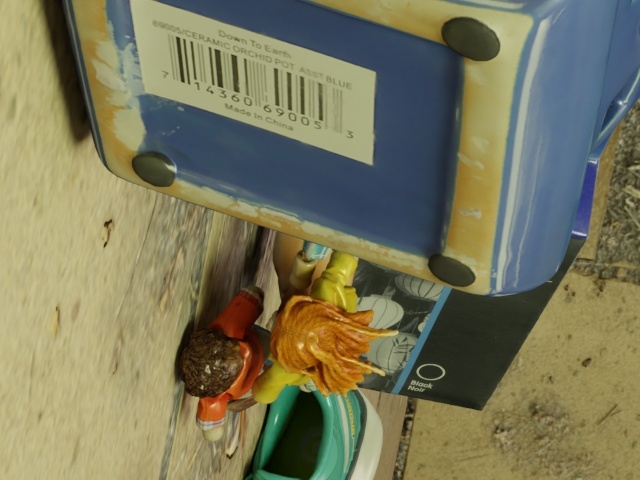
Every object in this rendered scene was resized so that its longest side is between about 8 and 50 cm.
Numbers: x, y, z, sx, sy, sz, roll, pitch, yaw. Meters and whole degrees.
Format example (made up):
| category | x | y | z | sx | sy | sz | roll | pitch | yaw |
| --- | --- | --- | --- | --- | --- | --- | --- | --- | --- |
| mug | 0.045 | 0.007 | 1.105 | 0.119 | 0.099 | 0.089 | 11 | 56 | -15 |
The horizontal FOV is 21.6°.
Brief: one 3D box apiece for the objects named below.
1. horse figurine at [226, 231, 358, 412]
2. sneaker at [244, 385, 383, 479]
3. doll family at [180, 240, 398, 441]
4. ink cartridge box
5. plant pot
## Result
| category | x | y | z | sx | sy | sz | roll | pitch | yaw |
| --- | --- | --- | --- | --- | --- | --- | --- | --- | --- |
| horse figurine | -0.003 | -0.008 | 1.161 | 0.174 | 0.066 | 0.263 | 103 | 1 | -57 |
| sneaker | -0.031 | 0.222 | 1.294 | 0.110 | 0.107 | 0.275 | 49 | 46 | -56 |
| doll family | 0.000 | 0.000 | 0.998 | 0.163 | 0.118 | 0.263 | 27 | 75 | -81 |
| ink cartridge box | 0.097 | 0.013 | 1.292 | 0.333 | 0.165 | 0.065 | 109 | -10 | -51 |
| plant pot | 0.024 | -0.126 | 0.635 | 0.236 | 0.236 | 0.212 | 89 | 22 | -58 |
